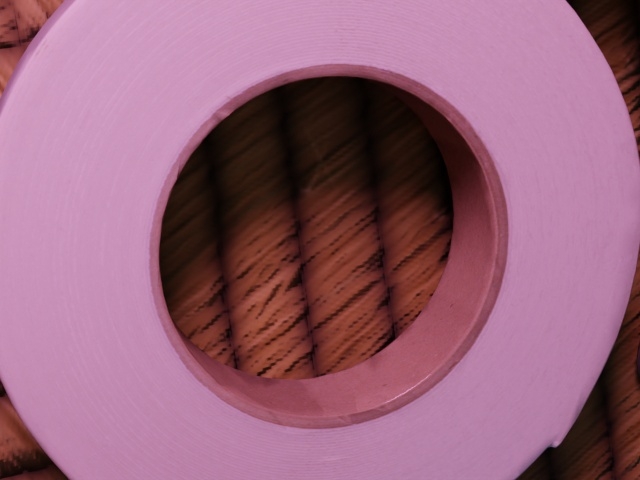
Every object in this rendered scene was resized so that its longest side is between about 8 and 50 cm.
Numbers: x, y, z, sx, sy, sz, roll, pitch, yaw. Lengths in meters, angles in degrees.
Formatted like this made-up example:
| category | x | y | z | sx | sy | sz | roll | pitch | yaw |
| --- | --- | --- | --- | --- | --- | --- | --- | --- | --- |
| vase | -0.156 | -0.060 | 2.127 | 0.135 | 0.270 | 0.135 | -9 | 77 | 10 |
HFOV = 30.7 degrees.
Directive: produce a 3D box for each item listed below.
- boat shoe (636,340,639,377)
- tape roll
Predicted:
| category | x | y | z | sx | sy | sz | roll | pitch | yaw |
| --- | --- | --- | --- | --- | --- | --- | --- | --- | --- |
| boat shoe | 0.375 | 0.151 | 0.795 | 0.355 | 0.130 | 0.132 | 30 | 88 | -18 |
| tape roll | 0.000 | 0.000 | 0.676 | 0.392 | 0.072 | 0.392 | -3 | 103 | -15 |
